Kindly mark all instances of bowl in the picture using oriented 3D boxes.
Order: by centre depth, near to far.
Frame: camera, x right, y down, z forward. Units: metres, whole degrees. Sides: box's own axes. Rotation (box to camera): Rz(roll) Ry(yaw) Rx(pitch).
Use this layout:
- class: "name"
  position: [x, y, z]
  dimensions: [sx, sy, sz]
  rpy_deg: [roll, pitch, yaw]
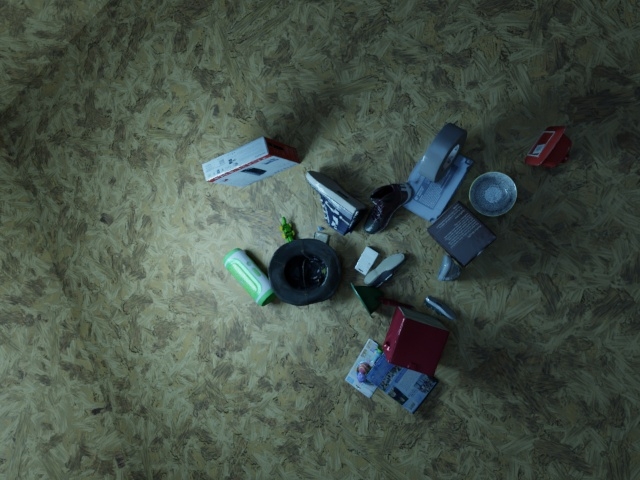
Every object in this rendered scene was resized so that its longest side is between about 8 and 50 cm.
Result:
- class: "bowl"
  position: [0.669, -0.177, 1.716]
  dimensions: [0.170, 0.080, 0.170]
  rpy_deg: [1, 92, 24]

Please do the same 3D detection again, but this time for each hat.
- class: "hat"
  position: [0.257, 0.221, 1.895]
  dimensions: [0.184, 0.208, 0.173]
  rpy_deg: [-31, 34, 2]
- class: "hat"
  position: [-0.066, 0.135, 2.014]
  dimensions: [0.332, 0.134, 0.331]
  rpy_deg: [0, 96, 5]

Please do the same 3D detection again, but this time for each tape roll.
- class: "tape roll"
  position: [0.462, -0.329, 1.671]
  dimensions: [0.072, 0.219, 0.219]
  rpy_deg: [36, 105, 18]

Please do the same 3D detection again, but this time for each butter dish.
- class: "butter dish"
  position: [0.850, -0.324, 1.614]
  dimensions: [0.118, 0.160, 0.159]
  rpy_deg: [31, 104, -4]

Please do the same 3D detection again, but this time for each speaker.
- class: "speaker"
  position: [-0.337, 0.175, 2.136]
  dimensions: [0.296, 0.131, 0.131]
  rpy_deg: [45, 107, 16]

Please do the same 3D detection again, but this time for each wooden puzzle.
- class: "wooden puzzle"
  position: [0.000, 0.000, 2.047]
  dimensions: [0.079, 0.014, 0.116]
  rpy_deg: [21, 100, 17]

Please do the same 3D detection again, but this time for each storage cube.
- class: "storage cube"
  position: [0.374, 0.396, 1.770]
  dimensions: [0.215, 0.183, 0.193]
  rpy_deg: [18, 96, -1]

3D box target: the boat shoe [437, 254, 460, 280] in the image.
- class: "boat shoe"
  position: [0.509, 0.111, 1.727]
  dimensions: [0.076, 0.226, 0.083]
  rpy_deg: [11, 79, 12]

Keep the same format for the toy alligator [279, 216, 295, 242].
- class: "toy alligator"
  position: [-0.151, -0.019, 2.093]
  dimensions: [0.051, 0.056, 0.189]
  rpy_deg: [-32, 77, 64]

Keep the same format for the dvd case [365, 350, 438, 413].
- class: "dvd case"
  position: [0.343, 0.588, 1.880]
  dimensions: [0.253, 0.022, 0.180]
  rpy_deg: [36, 97, 9]

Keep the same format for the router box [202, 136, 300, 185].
- class: "router box"
  position: [-0.307, -0.348, 2.013]
  dimensions: [0.336, 0.301, 0.082]
  rpy_deg: [-18, 84, 23]

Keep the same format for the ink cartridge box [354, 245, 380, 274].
- class: "ink cartridge box"
  position: [0.206, 0.089, 1.951]
  dimensions: [0.063, 0.029, 0.115]
  rpy_deg: [33, 105, 19]

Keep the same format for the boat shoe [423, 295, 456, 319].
- class: "boat shoe"
  position: [0.492, 0.284, 1.828]
  dimensions: [0.142, 0.049, 0.040]
  rpy_deg: [38, 124, 19]

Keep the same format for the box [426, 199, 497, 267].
- class: "box"
  position: [0.543, -0.022, 1.717]
  dimensions: [0.168, 0.167, 0.203]
  rpy_deg: [-44, 76, 9]

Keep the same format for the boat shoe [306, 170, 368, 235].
- class: "boat shoe"
  position: [0.040, -0.163, 1.969]
  dimensions: [0.340, 0.127, 0.158]
  rpy_deg: [42, 122, 26]

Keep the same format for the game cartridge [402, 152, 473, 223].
- class: "game cartridge"
  position: [0.464, -0.238, 1.819]
  dimensions: [0.196, 0.060, 0.294]
  rpy_deg: [33, 103, 16]

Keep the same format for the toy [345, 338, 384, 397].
- class: "toy"
  position: [0.210, 0.569, 1.949]
  dimensions: [0.137, 0.056, 0.237]
  rpy_deg: [33, 104, 20]

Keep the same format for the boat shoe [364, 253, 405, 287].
- class: "boat shoe"
  position: [0.287, 0.134, 1.913]
  dimensions: [0.206, 0.075, 0.065]
  rpy_deg: [-38, 120, 14]

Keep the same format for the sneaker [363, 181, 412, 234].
- class: "sneaker"
  position: [0.236, -0.141, 1.834]
  dimensions: [0.281, 0.163, 0.106]
  rpy_deg: [-52, 54, 29]
